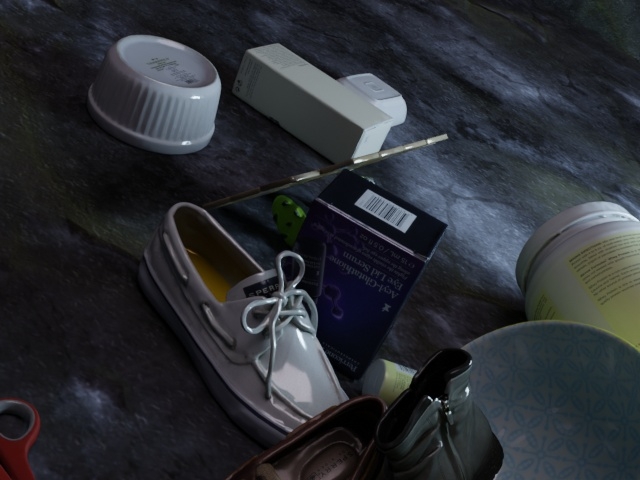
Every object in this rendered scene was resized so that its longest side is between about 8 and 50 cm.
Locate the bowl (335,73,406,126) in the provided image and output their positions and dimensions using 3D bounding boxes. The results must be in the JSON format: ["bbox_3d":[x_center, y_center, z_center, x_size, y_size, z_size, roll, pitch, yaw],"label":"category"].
[{"bbox_3d":[0.096,-0.285,1.776,0.142,0.053,0.142,41,36,25],"label":"bowl"}]

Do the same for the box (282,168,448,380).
[{"bbox_3d":[0.039,0.043,1.107,0.153,0.207,0.108,29,32,8],"label":"box"}]

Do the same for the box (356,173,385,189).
[{"bbox_3d":[0.057,-0.055,1.379,0.062,0.083,0.052,7,36,-26],"label":"box"}]

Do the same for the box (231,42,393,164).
[{"bbox_3d":[-0.016,-0.242,1.596,0.275,0.094,0.113,37,34,18],"label":"box"}]

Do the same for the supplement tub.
[{"bbox_3d":[0.430,0.120,1.235,0.236,0.235,0.324,8,36,-26],"label":"supplement tub"}]

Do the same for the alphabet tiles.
[{"bbox_3d":[0.007,-0.098,1.279,0.343,0.285,0.011,-20,94,-49],"label":"alphabet tiles"}]

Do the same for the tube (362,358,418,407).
[{"bbox_3d":[0.168,0.211,1.099,0.240,0.062,0.070,20,73,-17],"label":"tube"}]

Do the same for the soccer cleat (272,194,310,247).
[{"bbox_3d":[0.000,0.000,1.294,0.179,0.060,0.072,45,27,18],"label":"soccer cleat"}]

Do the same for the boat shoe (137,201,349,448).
[{"bbox_3d":[-0.068,0.082,1.019,0.136,0.156,0.367,-12,49,-43],"label":"boat shoe"}]

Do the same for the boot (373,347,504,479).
[{"bbox_3d":[0.078,0.227,0.839,0.083,0.161,0.246,14,54,41],"label":"boot"}]

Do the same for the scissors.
[{"bbox_3d":[-0.264,0.228,0.768,0.109,0.021,0.297,4,29,-38],"label":"scissors"}]

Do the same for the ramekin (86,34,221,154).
[{"bbox_3d":[-0.256,-0.238,1.412,0.207,0.109,0.207,18,32,-12],"label":"ramekin"}]

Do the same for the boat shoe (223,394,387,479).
[{"bbox_3d":[-0.053,0.247,0.793,0.123,0.123,0.342,41,47,23],"label":"boat shoe"}]

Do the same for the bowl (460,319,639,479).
[{"bbox_3d":[0.248,0.246,0.968,0.156,0.290,0.289,57,10,-39],"label":"bowl"}]
